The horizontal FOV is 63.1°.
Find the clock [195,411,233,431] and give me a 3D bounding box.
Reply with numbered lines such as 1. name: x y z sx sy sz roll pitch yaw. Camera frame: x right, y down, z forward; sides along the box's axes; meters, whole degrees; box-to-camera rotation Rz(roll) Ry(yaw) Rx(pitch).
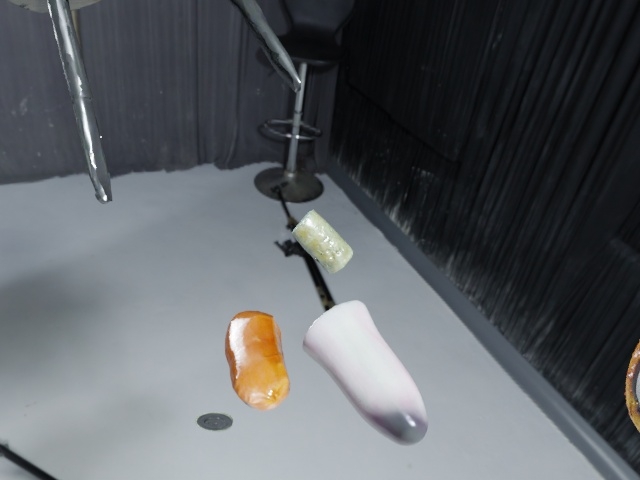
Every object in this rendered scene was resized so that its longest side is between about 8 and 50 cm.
1. clock: -0.236 0.403 1.158 0.083 0.074 0.010 8 37 -13

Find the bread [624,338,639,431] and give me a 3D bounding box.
1. bread: 0.491 0.144 0.686 0.139 0.095 0.269 2 64 50

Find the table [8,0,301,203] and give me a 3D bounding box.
1. table: -0.196 -0.186 0.440 0.317 0.317 0.249 -13 81 -28

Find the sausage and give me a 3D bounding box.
1. sausage: -0.139 0.255 1.129 0.133 0.133 0.258 -3 38 -16

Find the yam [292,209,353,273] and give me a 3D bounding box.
1. yam: 0.000 0.000 1.545 0.194 0.107 0.107 46 28 -22

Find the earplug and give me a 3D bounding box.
1. earplug: 0.109 0.291 1.083 0.172 0.172 0.301 -16 50 -31
